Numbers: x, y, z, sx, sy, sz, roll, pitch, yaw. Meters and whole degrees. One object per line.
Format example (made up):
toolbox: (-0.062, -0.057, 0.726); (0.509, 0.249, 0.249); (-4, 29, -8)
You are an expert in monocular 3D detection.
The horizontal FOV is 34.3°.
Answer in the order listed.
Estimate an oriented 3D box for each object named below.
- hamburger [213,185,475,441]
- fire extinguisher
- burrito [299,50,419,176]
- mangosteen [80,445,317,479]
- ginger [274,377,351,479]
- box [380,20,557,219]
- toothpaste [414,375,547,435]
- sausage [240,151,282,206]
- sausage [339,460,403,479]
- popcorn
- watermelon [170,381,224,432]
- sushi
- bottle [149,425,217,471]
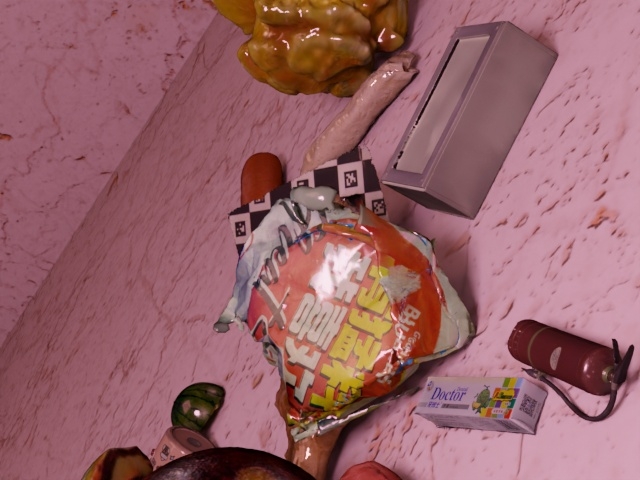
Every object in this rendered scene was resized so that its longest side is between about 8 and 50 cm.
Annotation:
hamburger: (0.030, 0.074, 1.193); (0.260, 0.150, 0.276); (-49, 60, 18)
fire extinguisher: (0.223, 0.113, 0.918); (0.157, 0.045, 0.078); (-161, 71, -67)
burrito: (0.054, -0.190, 1.630); (0.275, 0.059, 0.082); (-48, 11, 30)
mangosteen: (-0.106, 0.344, 1.012); (0.311, 0.311, 0.311); (-47, 26, 31)
ginger: (-0.004, 0.208, 1.260); (0.148, 0.081, 0.334); (-8, 57, 37)
box: (0.176, -0.149, 1.274); (0.225, 0.086, 0.129); (-63, 22, -3)
toothpaste: (0.155, 0.161, 1.017); (0.164, 0.034, 0.046); (-13, 48, 62)
sausage: (-0.103, -0.086, 1.830); (0.076, 0.076, 0.197); (-49, 26, 29)
sausage: (0.063, 0.269, 1.035); (0.076, 0.076, 0.141); (-61, 20, 1)
popcorn: (-0.011, -0.395, 1.672); (0.290, 0.321, 0.326); (-142, 63, -68)
watermelon: (-0.202, 0.266, 1.637); (0.105, 0.062, 0.105); (-54, 14, 20)
sushi: (0.000, 0.000, 1.401); (0.279, 0.043, 0.192); (-28, 72, 39)
bottle: (-0.223, 0.358, 1.535); (0.152, 0.099, 0.099); (-61, 21, 11)
